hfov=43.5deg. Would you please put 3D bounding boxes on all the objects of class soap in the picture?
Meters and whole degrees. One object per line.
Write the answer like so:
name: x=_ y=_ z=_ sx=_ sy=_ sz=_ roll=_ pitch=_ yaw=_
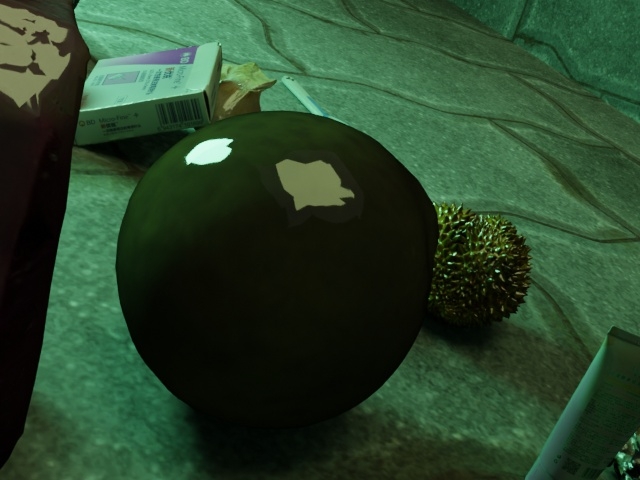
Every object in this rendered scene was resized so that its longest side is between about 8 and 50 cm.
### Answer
soap: x=-0.210 y=-0.007 z=0.423 sx=0.127 sy=0.325 sz=0.220 roll=7 pitch=28 yaw=-25

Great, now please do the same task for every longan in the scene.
longan: x=-0.027 y=0.019 z=0.621 sx=0.258 sy=0.258 sz=0.258 roll=20 pitch=26 yaw=-10

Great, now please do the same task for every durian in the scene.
durian: x=0.162 y=0.029 z=0.917 sx=0.158 sy=0.137 sz=0.168 roll=8 pitch=37 yaw=11

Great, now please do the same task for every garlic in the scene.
garlic: x=-0.133 y=-0.188 z=1.122 sx=0.124 sy=0.099 sz=0.174 roll=-16 pitch=39 yaw=-27

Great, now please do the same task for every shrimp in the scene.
shrimp: x=0.349 y=0.201 z=0.840 sx=0.152 sy=0.046 sz=0.219 roll=25 pitch=25 yaw=8

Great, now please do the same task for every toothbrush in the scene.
toothbrush: x=0.022 y=-0.196 z=1.323 sx=0.040 sy=0.040 sz=0.386 roll=6 pitch=31 yaw=-34

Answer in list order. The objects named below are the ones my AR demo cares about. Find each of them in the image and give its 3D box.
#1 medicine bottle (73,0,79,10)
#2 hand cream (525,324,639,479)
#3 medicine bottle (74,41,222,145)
medicine bottle: x=-0.452 y=-0.355 z=1.064 sx=0.165 sy=0.165 sz=0.273 roll=28 pitch=26 yaw=6
hand cream: x=0.235 y=0.154 z=0.676 sx=0.076 sy=0.174 sz=0.047 roll=22 pitch=25 yaw=-4
medicine bottle: x=-0.209 y=-0.185 z=1.002 sx=0.171 sy=0.052 sz=0.201 roll=-8 pitch=30 yaw=3
